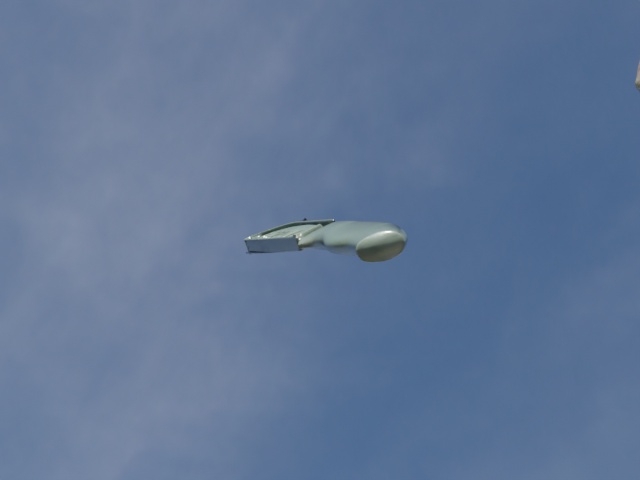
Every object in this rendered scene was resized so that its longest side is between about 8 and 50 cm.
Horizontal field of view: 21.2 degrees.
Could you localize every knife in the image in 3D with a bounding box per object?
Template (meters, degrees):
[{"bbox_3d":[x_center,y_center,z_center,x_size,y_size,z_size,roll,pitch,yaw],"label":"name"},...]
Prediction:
[{"bbox_3d":[0.000,-0.001,0.815,0.028,0.210,0.015,-29,-81,-14],"label":"knife"}]

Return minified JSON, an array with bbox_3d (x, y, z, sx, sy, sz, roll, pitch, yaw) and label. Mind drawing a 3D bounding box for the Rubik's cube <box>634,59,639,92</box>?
[{"bbox_3d":[0.288,-0.191,0.542,0.387,0.358,0.368,4,-30,27],"label":"Rubik's cube"}]
